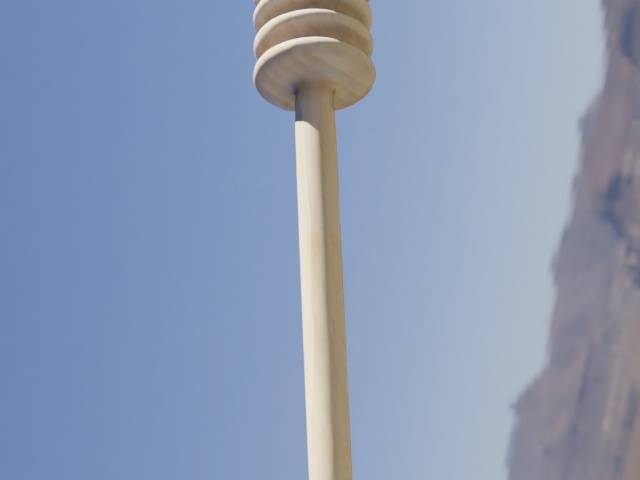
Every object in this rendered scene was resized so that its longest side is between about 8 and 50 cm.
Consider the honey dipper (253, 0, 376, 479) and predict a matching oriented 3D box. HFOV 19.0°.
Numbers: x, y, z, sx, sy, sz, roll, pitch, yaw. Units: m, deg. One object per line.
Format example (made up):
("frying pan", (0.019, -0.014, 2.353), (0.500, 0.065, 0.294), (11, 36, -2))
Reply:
("honey dipper", (0.000, 0.000, 0.437), (0.030, 0.030, 0.160), (85, -177, -61))
